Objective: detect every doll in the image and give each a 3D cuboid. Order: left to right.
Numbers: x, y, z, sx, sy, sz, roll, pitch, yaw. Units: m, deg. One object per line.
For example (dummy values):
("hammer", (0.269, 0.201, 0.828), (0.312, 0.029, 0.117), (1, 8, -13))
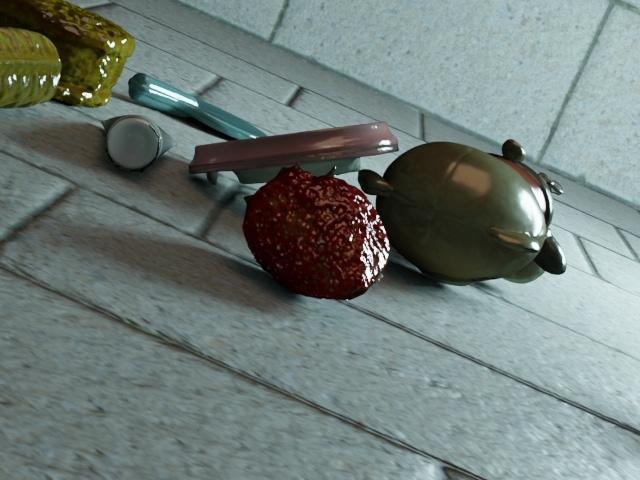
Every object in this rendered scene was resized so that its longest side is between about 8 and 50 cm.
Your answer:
("doll", (0.185, -0.033, 2.067), (0.235, 0.174, 0.330), (25, 10, 18))

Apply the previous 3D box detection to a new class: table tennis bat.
("table tennis bat", (-0.167, -0.176, 2.404), (0.237, 0.038, 0.149), (20, 11, -46))

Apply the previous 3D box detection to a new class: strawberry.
("strawberry", (-0.001, 0.002, 1.668), (0.131, 0.131, 0.148), (9, 48, -56))

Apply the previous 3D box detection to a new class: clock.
("clock", (-0.031, -0.096, 2.015), (0.244, 0.056, 0.244), (-8, 4, 1))

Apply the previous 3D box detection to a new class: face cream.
("face cream", (-0.204, -0.114, 1.951), (0.092, 0.058, 0.244), (17, 5, -5))

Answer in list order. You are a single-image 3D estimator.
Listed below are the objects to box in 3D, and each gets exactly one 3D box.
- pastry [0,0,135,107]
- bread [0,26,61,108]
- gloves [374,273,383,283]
("pastry", (-0.324, -0.237, 2.151), (0.188, 0.103, 0.189), (23, 11, -5))
("bread", (-0.358, -0.178, 1.828), (0.084, 0.077, 0.367), (58, 15, 3))
("gloves", (0.033, 0.015, 1.855), (0.081, 0.037, 0.044), (40, 48, 3))
